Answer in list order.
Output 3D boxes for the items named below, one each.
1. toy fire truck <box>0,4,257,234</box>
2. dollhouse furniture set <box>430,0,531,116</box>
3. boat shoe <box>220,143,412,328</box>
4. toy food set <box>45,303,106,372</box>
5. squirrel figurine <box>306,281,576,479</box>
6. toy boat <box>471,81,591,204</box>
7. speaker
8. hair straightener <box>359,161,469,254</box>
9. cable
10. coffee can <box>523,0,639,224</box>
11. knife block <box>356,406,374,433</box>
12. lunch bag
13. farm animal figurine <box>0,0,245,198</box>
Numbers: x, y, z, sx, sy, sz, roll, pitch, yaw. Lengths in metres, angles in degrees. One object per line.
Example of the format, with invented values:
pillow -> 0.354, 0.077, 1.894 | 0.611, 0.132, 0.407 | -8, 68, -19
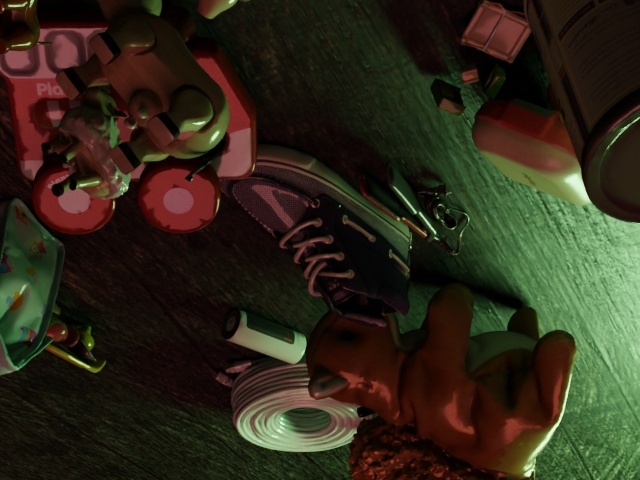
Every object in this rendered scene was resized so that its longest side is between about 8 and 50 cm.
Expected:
toy fire truck -> -0.228, -0.156, 1.374 | 0.302, 0.169, 0.254 | -1, 125, -2
dollhouse furniture set -> 0.191, -0.226, 1.387 | 0.076, 0.058, 0.151 | 20, 120, -15
boat shoe -> 0.000, 0.000, 1.576 | 0.340, 0.158, 0.127 | 25, 136, -32
toy food set -> -0.417, 0.140, 1.818 | 0.128, 0.071, 0.218 | 23, 168, 32
squirrel figurine -> 0.152, 0.257, 1.762 | 0.370, 0.281, 0.397 | 8, 102, -3
toy boat -> 0.292, -0.141, 1.420 | 0.151, 0.151, 0.231 | 26, 180, 27
speaker -> -0.091, 0.158, 1.879 | 0.136, 0.055, 0.055 | 24, 137, -30
hair straightener -> 0.149, -0.042, 1.617 | 0.089, 0.047, 0.230 | -22, 139, 26
cable -> -0.030, 0.290, 2.032 | 0.257, 0.089, 0.257 | -15, 142, 18
coffee can -> 0.343, -0.185, 1.216 | 0.202, 0.275, 0.201 | -5, 140, -4
knife block -> 0.197, 0.296, 1.971 | 0.242, 0.088, 0.276 | 22, 125, -43
lunch bag -> -0.496, 0.098, 1.610 | 0.223, 0.262, 0.160 | -15, 142, 17
farm animal figurine -> -0.182, -0.223, 1.199 | 0.330, 0.172, 0.326 | -11, 107, 35
